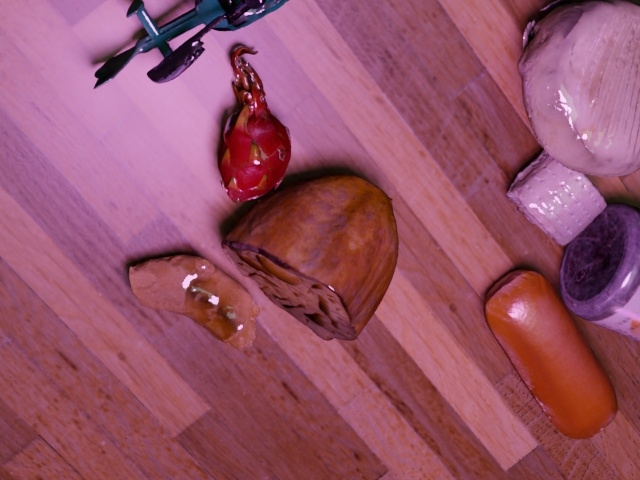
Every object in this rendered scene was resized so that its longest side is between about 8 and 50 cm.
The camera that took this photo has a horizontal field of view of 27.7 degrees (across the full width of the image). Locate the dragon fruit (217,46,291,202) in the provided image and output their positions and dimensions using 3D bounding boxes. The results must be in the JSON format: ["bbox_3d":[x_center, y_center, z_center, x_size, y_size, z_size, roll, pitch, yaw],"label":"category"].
[{"bbox_3d":[-0.079,-0.139,1.587,0.094,0.094,0.190,1,99,-14],"label":"dragon fruit"}]

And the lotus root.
[{"bbox_3d":[0.000,0.000,1.623,0.199,0.188,0.180,25,71,15],"label":"lotus root"}]

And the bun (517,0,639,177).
[{"bbox_3d":[0.342,-0.193,1.634,0.239,0.141,0.239,5,81,-32],"label":"bun"}]

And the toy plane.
[{"bbox_3d":[-0.102,-0.284,1.502,0.381,0.155,0.106,-25,114,13],"label":"toy plane"}]

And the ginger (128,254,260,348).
[{"bbox_3d":[-0.154,0.071,1.644,0.190,0.069,0.095,33,92,-20],"label":"ginger"}]

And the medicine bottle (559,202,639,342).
[{"bbox_3d":[0.473,0.067,1.745,0.273,0.165,0.165,21,101,-21],"label":"medicine bottle"}]

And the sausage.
[{"bbox_3d":[0.316,0.158,1.772,0.105,0.105,0.274,-35,112,-1],"label":"sausage"}]

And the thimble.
[{"bbox_3d":[0.309,-0.055,1.700,0.090,0.102,0.115,-45,112,5],"label":"thimble"}]
